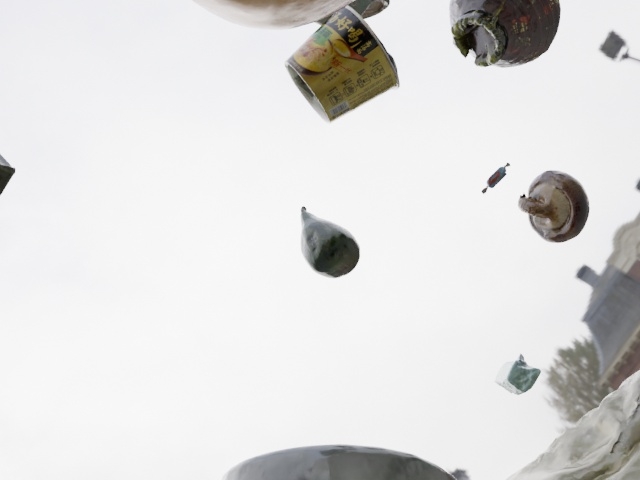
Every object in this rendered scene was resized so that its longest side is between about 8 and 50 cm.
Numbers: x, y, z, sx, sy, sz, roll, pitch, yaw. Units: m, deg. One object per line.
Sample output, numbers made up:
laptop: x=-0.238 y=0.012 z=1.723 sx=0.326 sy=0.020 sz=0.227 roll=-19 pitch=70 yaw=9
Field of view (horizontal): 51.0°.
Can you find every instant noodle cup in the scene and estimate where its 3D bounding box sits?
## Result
instant noodle cup: x=0.027 y=-0.253 z=0.989 sx=0.122 sy=0.151 sz=0.151 roll=-37 pitch=-46 yaw=-4

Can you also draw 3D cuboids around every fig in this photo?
fig: x=0.000 y=0.000 z=1.333 sx=0.117 sy=0.177 sz=0.117 roll=-28 pitch=-39 yaw=-26

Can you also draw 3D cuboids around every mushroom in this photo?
mushroom: x=0.402 y=-0.056 z=1.145 sx=0.087 sy=0.127 sz=0.127 roll=-17 pitch=-52 yaw=-29

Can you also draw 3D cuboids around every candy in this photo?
candy: x=0.370 y=-0.131 z=1.414 sx=0.083 sy=0.020 sz=0.030 roll=-50 pitch=-23 yaw=16

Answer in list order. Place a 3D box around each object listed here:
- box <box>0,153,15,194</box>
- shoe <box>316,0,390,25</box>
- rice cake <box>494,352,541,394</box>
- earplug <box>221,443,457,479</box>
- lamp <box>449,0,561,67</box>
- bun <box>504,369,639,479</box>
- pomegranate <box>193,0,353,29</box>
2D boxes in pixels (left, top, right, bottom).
box: x=-0.349 y=-0.048 z=0.401 sx=0.149 sy=0.155 sz=0.231 roll=-56 pitch=-33 yaw=6
shoe: x=0.043 y=-0.384 z=1.106 sx=0.195 sy=0.078 sz=0.079 roll=-13 pitch=-13 yaw=-37
rice cake: x=0.221 y=0.151 z=0.755 sx=0.042 sy=0.030 sz=0.180 roll=-57 pitch=-15 yaw=-4
earplug: x=0.024 y=0.470 z=0.749 sx=0.313 sy=0.394 sz=0.312 roll=1 pitch=-39 yaw=1
lamp: x=0.376 y=-0.466 z=1.388 sx=0.247 sy=0.247 sz=0.247 roll=-19 pitch=-52 yaw=-26
bun: x=0.226 y=0.198 z=0.378 sx=0.282 sy=0.204 sz=0.281 roll=-11 pitch=-47 yaw=-12
pomegranate: x=-0.065 y=-0.376 z=0.620 sx=0.338 sy=0.338 sz=0.338 roll=-19 pitch=-52 yaw=-26
